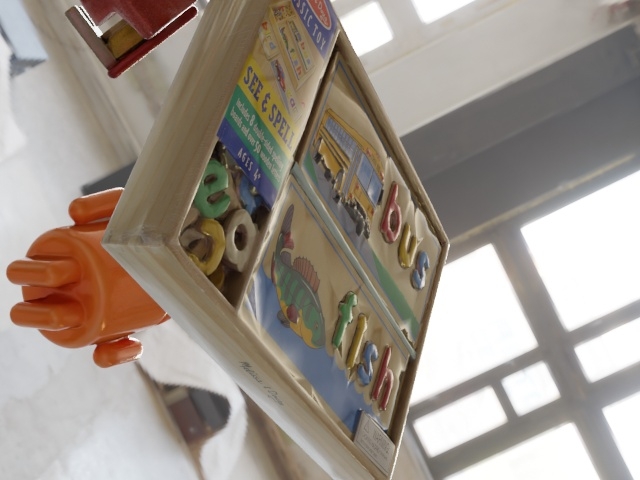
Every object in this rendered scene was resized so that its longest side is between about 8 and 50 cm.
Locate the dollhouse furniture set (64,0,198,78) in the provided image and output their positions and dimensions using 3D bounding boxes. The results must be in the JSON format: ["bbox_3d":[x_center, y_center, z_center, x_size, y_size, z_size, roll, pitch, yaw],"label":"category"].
[{"bbox_3d":[-0.035,-0.249,0.868,0.152,0.374,0.201,52,2,-14],"label":"dollhouse furniture set"}]

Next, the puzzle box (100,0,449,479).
[{"bbox_3d":[0.000,0.000,0.805,0.409,0.052,0.272,55,44,-49],"label":"puzzle box"}]

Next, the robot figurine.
[{"bbox_3d":[-0.222,0.042,1.053,0.158,0.128,0.219,54,31,14],"label":"robot figurine"}]
